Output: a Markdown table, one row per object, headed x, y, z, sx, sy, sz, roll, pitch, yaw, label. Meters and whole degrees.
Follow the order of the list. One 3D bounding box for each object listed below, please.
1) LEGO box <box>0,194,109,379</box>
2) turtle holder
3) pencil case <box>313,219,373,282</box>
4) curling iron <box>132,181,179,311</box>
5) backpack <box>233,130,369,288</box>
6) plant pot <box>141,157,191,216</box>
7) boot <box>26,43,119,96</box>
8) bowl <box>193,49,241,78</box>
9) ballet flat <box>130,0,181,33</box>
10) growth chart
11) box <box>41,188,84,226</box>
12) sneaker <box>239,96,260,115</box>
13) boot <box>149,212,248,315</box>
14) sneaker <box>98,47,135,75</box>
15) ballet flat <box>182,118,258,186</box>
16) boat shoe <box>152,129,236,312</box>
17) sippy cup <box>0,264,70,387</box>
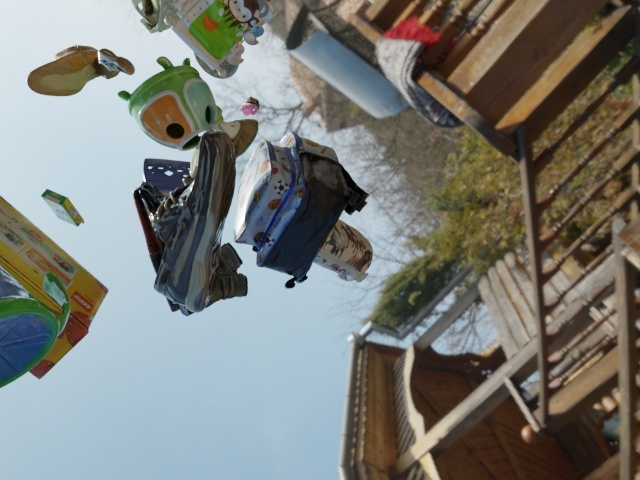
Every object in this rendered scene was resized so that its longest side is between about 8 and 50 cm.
| x | y | z | sx | sy | sz | roll | pitch | yaw | label |
| --- | --- | --- | --- | --- | --- | --- | --- | --- | --- |
| -0.861 | 0.090 | 1.586 | 0.500 | 0.193 | 0.372 | 46 | 180 | -16 | LEGO box |
| -0.429 | -0.388 | 1.735 | 0.227 | 0.243 | 0.320 | 54 | 175 | 0 | turtle holder |
| 0.000 | 0.000 | 1.713 | 0.410 | 0.160 | 0.183 | 30 | -141 | -48 | pencil case |
| -0.331 | 0.015 | 1.171 | 0.035 | 0.068 | 0.274 | -18 | -79 | -52 | curling iron |
| -0.062 | -0.088 | 1.181 | 0.213 | 0.276 | 0.263 | 27 | -148 | -19 | backpack |
| -0.620 | -0.182 | 2.359 | 0.236 | 0.236 | 0.212 | 4 | -145 | -8 | plant pot |
| -0.799 | -0.539 | 1.797 | 0.295 | 0.104 | 0.211 | -26 | -136 | -36 | boot |
| -0.312 | -0.607 | 1.819 | 0.170 | 0.170 | 0.080 | 39 | -138 | -4 | bowl |
| -0.456 | -0.685 | 1.553 | 0.147 | 0.147 | 0.409 | 41 | 167 | 2 | ballet flat |
| -0.167 | -0.433 | 1.054 | 0.172 | 0.237 | 0.021 | 31 | -158 | -31 | growth chart |
| -0.981 | -0.118 | 2.195 | 0.105 | 0.043 | 0.179 | 22 | 155 | 14 | box |
| -0.281 | -0.558 | 2.361 | 0.063 | 0.075 | 0.170 | 43 | 171 | -19 | sneaker |
| -0.269 | 0.036 | 1.268 | 0.161 | 0.083 | 0.246 | -21 | -99 | -29 | boot |
| -0.427 | -0.367 | 1.203 | 0.083 | 0.037 | 0.032 | 33 | -136 | -1 | sneaker |
| -0.294 | -0.262 | 1.663 | 0.116 | 0.342 | 0.124 | 4 | 146 | 42 | ballet flat |
| -0.244 | -0.034 | 1.063 | 0.130 | 0.355 | 0.132 | 13 | -163 | -1 | boat shoe |
| -0.657 | 0.137 | 1.078 | 0.224 | 0.240 | 0.305 | 45 | -179 | 22 | sippy cup |
